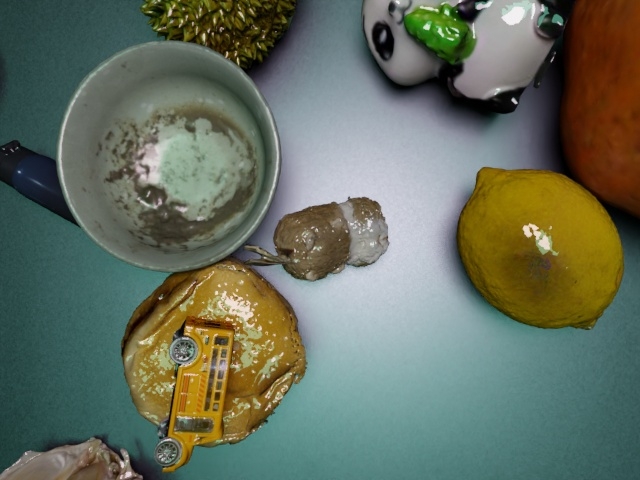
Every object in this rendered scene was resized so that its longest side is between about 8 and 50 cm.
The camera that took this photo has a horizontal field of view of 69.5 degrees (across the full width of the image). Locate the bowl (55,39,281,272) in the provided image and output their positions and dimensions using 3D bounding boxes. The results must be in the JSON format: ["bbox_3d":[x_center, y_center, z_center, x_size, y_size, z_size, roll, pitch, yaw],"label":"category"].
[{"bbox_3d":[-0.186,-0.106,0.640,0.288,0.146,0.290,0,92,4],"label":"bowl"}]

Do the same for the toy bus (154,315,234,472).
[{"bbox_3d":[-0.142,0.173,0.524,0.074,0.069,0.162,9,88,-15],"label":"toy bus"}]

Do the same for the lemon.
[{"bbox_3d":[0.285,0.011,0.610,0.188,0.188,0.257,-36,86,0],"label":"lemon"}]

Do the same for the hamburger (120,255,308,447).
[{"bbox_3d":[-0.143,0.141,0.641,0.244,0.163,0.245,0,86,-5],"label":"hamburger"}]

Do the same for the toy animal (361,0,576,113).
[{"bbox_3d":[0.185,-0.298,0.622,0.266,0.212,0.213,22,88,3],"label":"toy animal"}]

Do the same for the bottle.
[{"bbox_3d":[-0.385,-0.068,0.710,0.244,0.082,0.072,29,44,4],"label":"bottle"}]

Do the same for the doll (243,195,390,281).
[{"bbox_3d":[-0.003,0.005,0.650,0.221,0.115,0.105,-22,129,-23],"label":"doll"}]

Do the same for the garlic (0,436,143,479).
[{"bbox_3d":[-0.345,0.399,0.651,0.229,0.178,0.143,11,119,21],"label":"garlic"}]

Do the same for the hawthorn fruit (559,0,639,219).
[{"bbox_3d":[0.513,-0.213,0.493,0.470,0.472,0.473,0,86,3],"label":"hawthorn fruit"}]

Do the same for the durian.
[{"bbox_3d":[-0.129,-0.362,0.625,0.224,0.291,0.291,32,88,-35],"label":"durian"}]
